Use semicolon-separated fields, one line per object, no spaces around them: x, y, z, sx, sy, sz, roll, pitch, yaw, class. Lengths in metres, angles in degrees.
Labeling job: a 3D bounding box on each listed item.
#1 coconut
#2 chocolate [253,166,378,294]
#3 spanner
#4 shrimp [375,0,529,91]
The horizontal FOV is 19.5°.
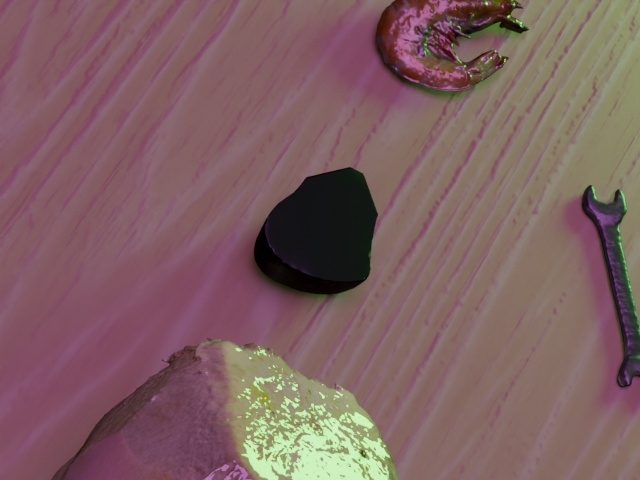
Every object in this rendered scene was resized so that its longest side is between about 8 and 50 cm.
-0.108;0.268;1.771;0.297;0.309;0.297;32;31;-22;coconut
0.000;0.000;2.020;0.125;0.080;0.149;48;59;-4;chocolate
0.342;0.055;2.106;0.054;0.015;0.254;-3;69;-14;spanner
0.158;-0.236;2.173;0.187;0.051;0.132;-12;83;-9;shrimp
